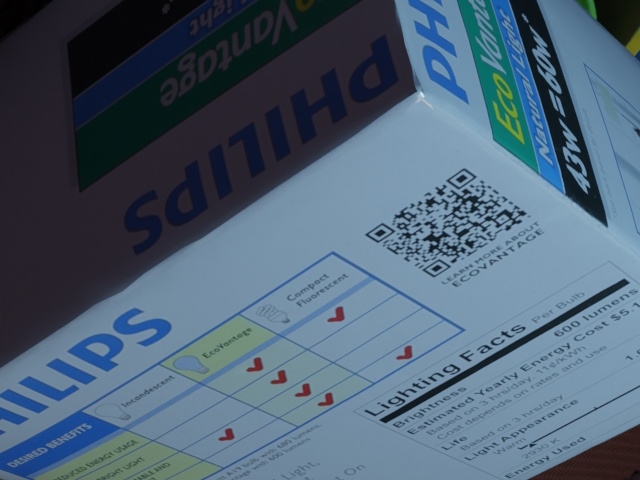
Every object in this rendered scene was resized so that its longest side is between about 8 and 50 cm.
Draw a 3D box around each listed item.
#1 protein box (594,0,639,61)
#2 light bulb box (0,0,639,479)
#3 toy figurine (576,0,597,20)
[{"bbox_3d":[0.276,-0.157,1.267,0.136,0.201,0.200,27,117,-17],"label":"protein box"},{"bbox_3d":[0.000,0.000,0.878,0.358,0.225,0.361,-32,140,25],"label":"light bulb box"},{"bbox_3d":[0.116,-0.182,1.161,0.159,0.130,0.173,-6,117,-40],"label":"toy figurine"}]
